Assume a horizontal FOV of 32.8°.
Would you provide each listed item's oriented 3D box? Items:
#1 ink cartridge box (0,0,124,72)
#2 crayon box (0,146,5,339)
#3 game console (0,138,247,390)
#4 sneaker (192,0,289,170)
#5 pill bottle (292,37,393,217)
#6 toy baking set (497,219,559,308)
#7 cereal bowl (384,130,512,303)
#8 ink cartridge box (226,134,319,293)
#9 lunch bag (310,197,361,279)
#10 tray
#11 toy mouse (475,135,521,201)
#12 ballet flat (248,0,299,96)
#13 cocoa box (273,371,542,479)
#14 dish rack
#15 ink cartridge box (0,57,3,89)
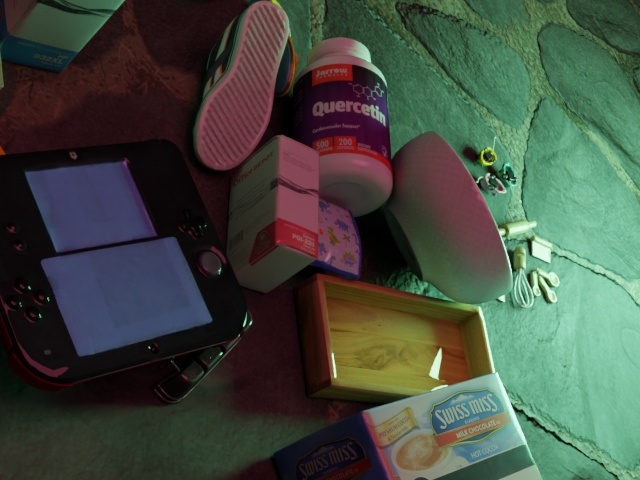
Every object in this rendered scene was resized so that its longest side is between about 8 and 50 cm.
[{"bbox_3d":[-0.392,-0.437,1.667,0.129,0.307,0.223,11,59,-38],"label":"ink cartridge box"},{"bbox_3d":[-0.468,-0.008,1.504,0.278,0.081,0.165,56,42,-1],"label":"crayon box"},{"bbox_3d":[-0.300,0.019,1.532,0.386,0.060,0.342,-11,75,-45],"label":"game console"},{"bbox_3d":[-0.150,-0.264,1.938,0.126,0.127,0.321,26,75,-22],"label":"sneaker"},{"bbox_3d":[0.038,-0.215,2.023,0.181,0.181,0.323,21,53,-33],"label":"pill bottle"},{"bbox_3d":[0.441,0.049,2.346,0.256,0.030,0.197,-6,70,-45],"label":"toy baking set"},{"bbox_3d":[0.216,-0.025,2.023,0.141,0.339,0.339,-26,83,-6],"label":"cereal bowl"},{"bbox_3d":[-0.081,-0.044,1.826,0.092,0.158,0.218,20,54,-31],"label":"ink cartridge box"},{"bbox_3d":[0.000,0.000,1.904,0.129,0.096,0.151,20,31,-31],"label":"lunch bag"},{"bbox_3d":[0.143,0.196,1.953,0.411,0.076,0.203,13,58,-36],"label":"tray"},{"bbox_3d":[0.392,-0.136,2.413,0.143,0.031,0.161,51,43,-6],"label":"toy mouse"},{"bbox_3d":[-0.078,-0.374,2.098,0.077,0.077,0.231,18,51,-54],"label":"ballet flat"},{"bbox_3d":[0.146,0.373,1.727,0.347,0.231,0.228,-7,71,-45],"label":"cocoa box"},{"bbox_3d":[-0.240,0.088,1.668,0.271,0.074,0.208,50,42,-5],"label":"dish rack"},{"bbox_3d":[-0.592,-0.307,1.595,0.235,0.056,0.171,9,61,-42],"label":"ink cartridge box"}]
